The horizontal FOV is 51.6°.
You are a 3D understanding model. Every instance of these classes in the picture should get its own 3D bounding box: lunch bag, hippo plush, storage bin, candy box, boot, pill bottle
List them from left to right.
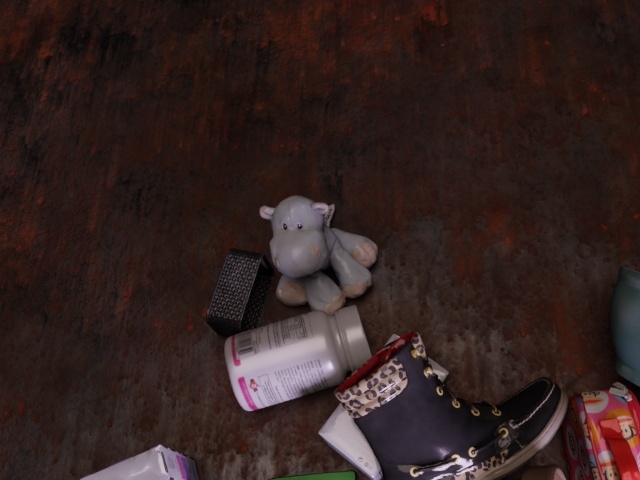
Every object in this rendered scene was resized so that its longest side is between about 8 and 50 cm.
[{"bbox_3d":[-0.343,0.474,1.285,0.164,0.196,0.070,-23,63,-1],"label":"candy box"},{"bbox_3d":[-0.176,0.121,1.469,0.084,0.122,0.180,11,67,14],"label":"storage bin"},{"bbox_3d":[-0.041,0.237,1.367,0.282,0.160,0.160,-17,63,2],"label":"pill bottle"},{"bbox_3d":[0.000,0.000,1.431,0.234,0.237,0.294,-2,64,9],"label":"hippo plush"},{"bbox_3d":[0.232,0.288,1.176,0.377,0.138,0.284,-34,90,-11],"label":"boot"},{"bbox_3d":[0.504,0.403,1.132,0.120,0.258,0.293,-9,64,8],"label":"lunch bag"}]

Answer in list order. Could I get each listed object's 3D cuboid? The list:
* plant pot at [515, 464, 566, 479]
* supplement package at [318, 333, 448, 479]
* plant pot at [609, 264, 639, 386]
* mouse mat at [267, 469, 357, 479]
[{"bbox_3d":[0.316,0.529,1.130,0.229,0.263,0.263,-13,61,23],"label":"plant pot"},{"bbox_3d":[0.129,0.332,1.302,0.133,0.139,0.244,34,73,22],"label":"supplement package"},{"bbox_3d":[0.664,0.190,1.219,0.293,0.293,0.196,23,97,20],"label":"plant pot"},{"bbox_3d":[-0.023,0.497,1.265,0.189,0.153,0.007,-7,108,6],"label":"mouse mat"}]
